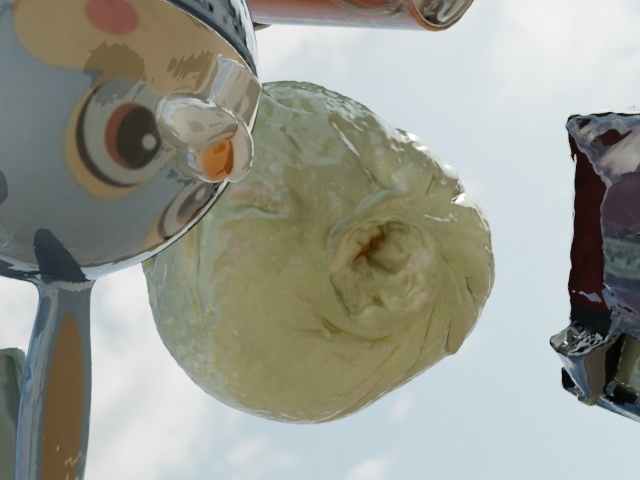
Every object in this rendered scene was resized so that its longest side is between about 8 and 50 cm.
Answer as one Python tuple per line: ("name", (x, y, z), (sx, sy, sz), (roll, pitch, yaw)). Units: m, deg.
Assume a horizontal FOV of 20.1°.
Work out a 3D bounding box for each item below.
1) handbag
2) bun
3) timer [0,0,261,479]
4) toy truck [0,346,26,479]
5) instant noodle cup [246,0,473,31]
("handbag", (0.219, 0.026, 0.884), (0.181, 0.254, 0.181), (-3, -82, -25))
("bun", (0.000, 0.000, 1.181), (0.244, 0.244, 0.153), (-38, 10, -24))
("timer", (-0.089, -0.023, 0.646), (0.175, 0.255, 0.175), (-12, -33, -8))
("toy truck", (-0.281, 0.134, 0.861), (0.338, 0.133, 0.184), (-26, -19, 37))
("instant noodle cup", (0.031, -0.293, 1.564), (0.250, 0.192, 0.250), (-34, -50, -54))
